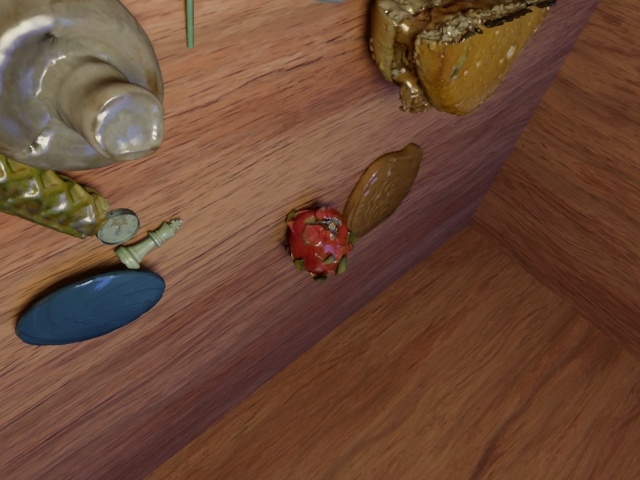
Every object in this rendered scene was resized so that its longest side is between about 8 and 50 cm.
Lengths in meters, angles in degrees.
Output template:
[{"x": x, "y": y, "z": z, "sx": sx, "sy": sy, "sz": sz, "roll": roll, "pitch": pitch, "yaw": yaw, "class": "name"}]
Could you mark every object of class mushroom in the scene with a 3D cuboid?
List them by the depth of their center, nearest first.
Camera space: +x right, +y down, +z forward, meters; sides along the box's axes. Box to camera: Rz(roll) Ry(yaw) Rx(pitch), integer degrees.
[{"x": -0.288, "y": -0.173, "z": 0.493, "sx": 0.243, "sy": 0.243, "sz": 0.243, "roll": -36, "pitch": 154, "yaw": -20, "class": "mushroom"}]

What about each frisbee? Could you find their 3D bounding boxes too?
[{"x": -0.468, "y": 0.159, "z": 0.876, "sx": 0.289, "sy": 0.049, "sz": 0.289, "roll": -28, "pitch": 160, "yaw": -11, "class": "frisbee"}]

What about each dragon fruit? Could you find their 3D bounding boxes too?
[{"x": -0.002, "y": 0.003, "z": 1.250, "sx": 0.224, "sy": 0.224, "sz": 0.227, "roll": -44, "pitch": 163, "yaw": -2, "class": "dragon fruit"}]

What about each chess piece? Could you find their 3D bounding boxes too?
[{"x": -0.357, "y": 0.000, "z": 0.878, "sx": 0.149, "sy": 0.059, "sz": 0.059, "roll": -42, "pitch": 157, "yaw": -24, "class": "chess piece"}]

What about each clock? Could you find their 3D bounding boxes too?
[{"x": -0.397, "y": -0.025, "z": 0.808, "sx": 0.085, "sy": 0.017, "sz": 0.085, "roll": -36, "pitch": 155, "yaw": -20, "class": "clock"}]

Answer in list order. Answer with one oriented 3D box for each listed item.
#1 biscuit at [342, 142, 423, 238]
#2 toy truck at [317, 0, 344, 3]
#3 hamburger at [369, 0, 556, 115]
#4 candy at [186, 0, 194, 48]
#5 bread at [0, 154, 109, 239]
[{"x": 0.231, "y": -0.166, "z": 1.530, "sx": 0.365, "sy": 0.062, "sz": 0.385, "roll": -30, "pitch": 152, "yaw": -31, "class": "biscuit"}, {"x": 0.026, "y": -0.482, "z": 0.581, "sx": 0.124, "sy": 0.155, "sz": 0.268, "roll": -22, "pitch": 148, "yaw": -41, "class": "toy truck"}, {"x": 0.283, "y": -0.430, "z": 0.934, "sx": 0.445, "sy": 0.268, "sz": 0.287, "roll": -34, "pitch": 153, "yaw": -32, "class": "hamburger"}, {"x": -0.172, "y": -0.387, "z": 0.547, "sx": 0.084, "sy": 0.078, "sz": 0.288, "roll": -54, "pitch": 174, "yaw": -33, "class": "candy"}, {"x": -0.429, "y": -0.079, "z": 0.583, "sx": 0.269, "sy": 0.098, "sz": 0.087, "roll": 49, "pitch": 58, "yaw": -66, "class": "bread"}]
